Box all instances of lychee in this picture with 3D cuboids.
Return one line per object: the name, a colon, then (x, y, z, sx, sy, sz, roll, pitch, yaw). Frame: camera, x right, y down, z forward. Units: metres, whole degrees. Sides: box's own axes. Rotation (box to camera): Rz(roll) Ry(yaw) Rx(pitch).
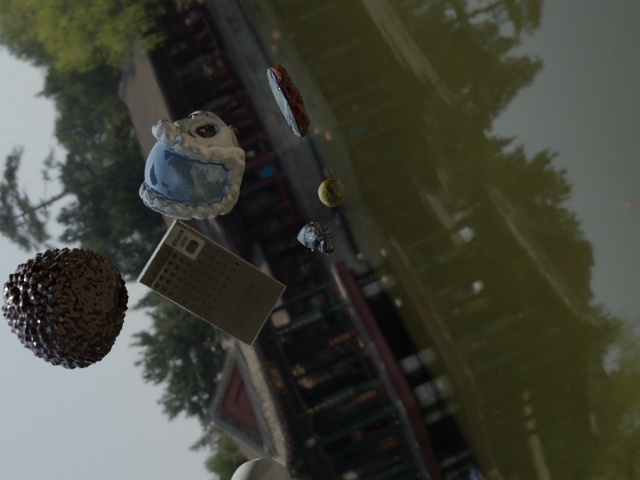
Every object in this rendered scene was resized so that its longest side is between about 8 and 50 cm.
lychee: (-0.530, 0.135, 1.782, 0.267, 0.267, 0.267, 155, 90, -88)

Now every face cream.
face cream: (-0.112, 0.462, 1.571, 0.117, 0.117, 0.104, 66, -162, -5)

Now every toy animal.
toy animal: (-0.253, -0.147, 1.636, 0.208, 0.156, 0.204, 38, 120, 47)

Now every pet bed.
pet bed: (-0.077, -0.343, 2.132, 0.201, 0.053, 0.201, 154, 90, -87)

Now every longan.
longan: (0.034, -0.124, 2.244, 0.083, 0.075, 0.075, 11, -132, -56)

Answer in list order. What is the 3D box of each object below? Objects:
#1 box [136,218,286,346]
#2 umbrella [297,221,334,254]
box: (-0.266, 0.106, 2.134, 0.325, 0.180, 0.047, 32, 175, -13)
umbrella: (0.003, 0.000, 2.357, 0.071, 0.080, 0.224, 38, 180, -16)
